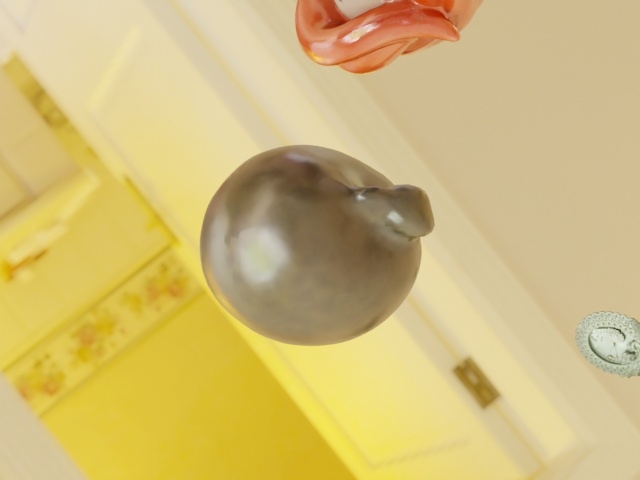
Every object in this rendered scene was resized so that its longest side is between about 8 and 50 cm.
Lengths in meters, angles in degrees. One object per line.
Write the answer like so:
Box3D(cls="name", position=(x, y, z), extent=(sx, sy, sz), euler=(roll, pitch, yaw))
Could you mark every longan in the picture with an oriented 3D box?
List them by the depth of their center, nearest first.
Box3D(cls="longan", position=(0.000, 0.000, 1.357), extent=(0.204, 0.185, 0.159), euler=(-17, -123, 31))

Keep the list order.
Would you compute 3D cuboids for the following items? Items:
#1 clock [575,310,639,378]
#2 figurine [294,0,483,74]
Box3D(cls="clock", position=(0.301, 0.106, 1.734), extent=(0.010, 0.083, 0.074), euler=(-44, 147, -52))
Box3D(cls="figurine", position=(0.051, -0.227, 1.053), extent=(0.208, 0.181, 0.257), euler=(-43, 139, -9))
